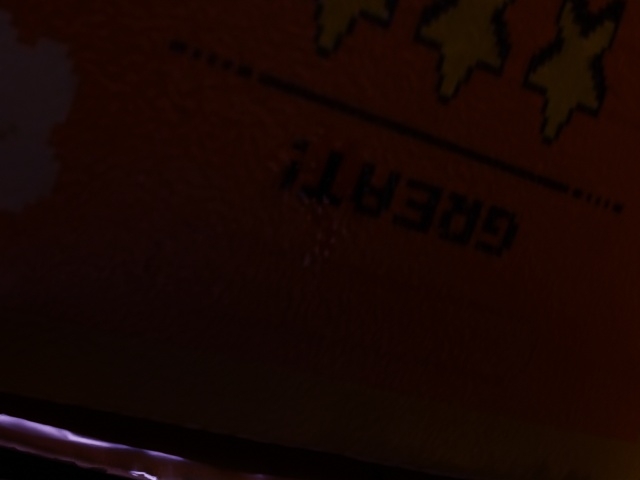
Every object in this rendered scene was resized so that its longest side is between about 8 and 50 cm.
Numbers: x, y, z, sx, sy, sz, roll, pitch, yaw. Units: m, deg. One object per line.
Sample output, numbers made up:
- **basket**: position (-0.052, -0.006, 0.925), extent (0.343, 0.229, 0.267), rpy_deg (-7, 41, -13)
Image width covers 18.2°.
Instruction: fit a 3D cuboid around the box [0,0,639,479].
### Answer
- **box**: position (-0.068, -0.084, 0.472), extent (0.283, 0.214, 0.259), rpy_deg (23, 3, 43)
